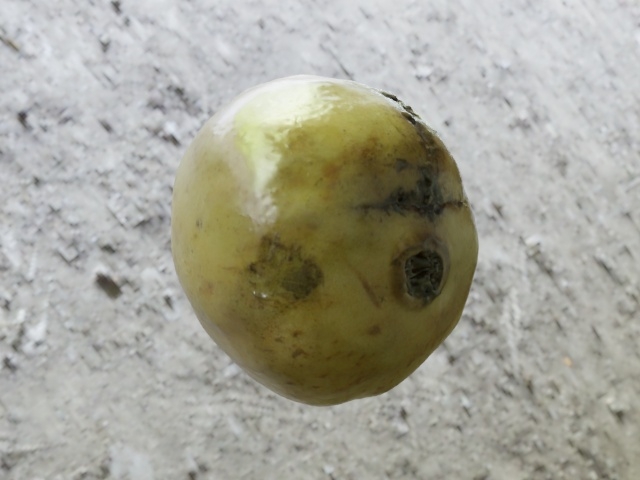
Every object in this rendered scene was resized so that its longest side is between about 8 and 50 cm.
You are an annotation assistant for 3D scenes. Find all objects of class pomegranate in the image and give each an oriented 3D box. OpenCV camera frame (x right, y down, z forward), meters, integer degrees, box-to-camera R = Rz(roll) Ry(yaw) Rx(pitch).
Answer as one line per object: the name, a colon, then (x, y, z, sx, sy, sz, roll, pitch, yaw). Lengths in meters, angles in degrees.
pomegranate: (0.000, 0.000, 0.959, 0.260, 0.260, 0.260, 39, 30, -28)
